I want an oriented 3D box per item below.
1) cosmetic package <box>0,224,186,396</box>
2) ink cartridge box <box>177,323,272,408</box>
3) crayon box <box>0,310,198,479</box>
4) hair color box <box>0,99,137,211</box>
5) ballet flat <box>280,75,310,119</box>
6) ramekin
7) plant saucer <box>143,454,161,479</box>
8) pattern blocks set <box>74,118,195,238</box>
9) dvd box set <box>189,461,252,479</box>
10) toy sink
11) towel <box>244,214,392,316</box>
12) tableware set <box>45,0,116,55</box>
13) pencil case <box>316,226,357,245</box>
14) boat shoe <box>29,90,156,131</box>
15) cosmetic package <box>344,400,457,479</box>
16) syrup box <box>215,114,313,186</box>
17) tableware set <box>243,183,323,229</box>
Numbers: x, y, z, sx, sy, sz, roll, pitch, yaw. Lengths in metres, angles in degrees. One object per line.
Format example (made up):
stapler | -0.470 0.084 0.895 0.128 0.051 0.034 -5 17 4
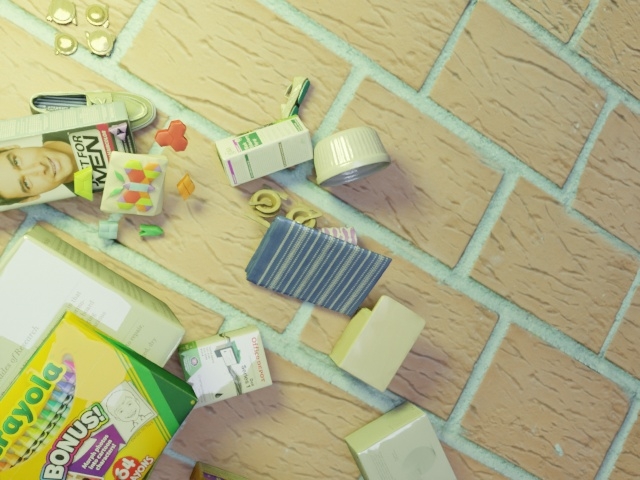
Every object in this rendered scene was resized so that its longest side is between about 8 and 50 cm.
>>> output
cosmetic package | -0.580 0.209 1.382 0.394 0.329 0.327 36 82 -19
ink cartridge box | -0.253 0.332 1.612 0.220 0.092 0.160 -15 95 -14
crayon box | -0.482 0.376 1.202 0.313 0.106 0.362 38 82 -20
hair color box | -0.635 -0.201 1.450 0.375 0.113 0.185 -13 131 -14
ballet flat | -0.081 -0.379 1.678 0.052 0.057 0.168 20 81 15
ramekin | 0.078 -0.228 1.640 0.207 0.207 0.108 -15 86 -14
plant saucer | -0.515 0.544 1.570 0.188 0.045 0.188 28 84 -13
pattern blocks set | -0.452 -0.138 1.490 0.286 0.026 0.324 -8 129 -19
dvd box set | -0.159 0.687 1.474 0.308 0.420 0.062 26 84 -15
toy sink | 0.158 0.275 1.702 0.153 0.131 0.234 32 88 -13
towel | -0.012 0.072 1.633 0.336 0.040 0.243 21 127 -15
tableware set | -0.609 -0.542 1.544 0.169 0.020 0.141 -1 89 -14
pencil case | 0.000 0.000 1.684 0.206 0.088 0.086 2 127 -15
boat shoe | -0.568 -0.323 1.519 0.303 0.094 0.109 -4 92 -15
cosmetic package | 0.223 0.620 1.719 0.225 0.138 0.224 -26 97 -14
syrup box | -0.149 -0.239 1.607 0.237 0.093 0.096 -20 133 -10
tableware set | -0.097 -0.080 1.627 0.194 0.039 0.128 27 57 1
